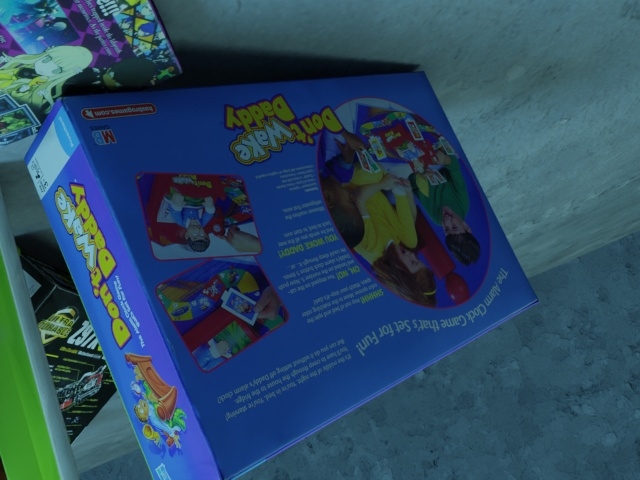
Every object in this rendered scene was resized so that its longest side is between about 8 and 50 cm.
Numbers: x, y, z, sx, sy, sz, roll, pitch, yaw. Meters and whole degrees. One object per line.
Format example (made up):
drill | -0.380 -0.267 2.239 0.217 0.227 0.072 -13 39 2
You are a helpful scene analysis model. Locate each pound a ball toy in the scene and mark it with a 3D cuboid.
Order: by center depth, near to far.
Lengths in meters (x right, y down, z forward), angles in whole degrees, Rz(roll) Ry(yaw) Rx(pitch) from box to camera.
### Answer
pound a ball toy | -0.221 0.115 0.498 0.208 0.319 0.136 -15 163 -26

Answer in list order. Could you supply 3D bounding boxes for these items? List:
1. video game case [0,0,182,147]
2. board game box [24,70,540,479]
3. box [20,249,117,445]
video game case | -0.192 -0.111 0.309 0.210 0.041 0.232 -22 164 -3
board game box | 0.000 0.000 0.503 0.347 0.233 0.078 -16 168 -43
box | -0.326 0.157 0.741 0.257 0.079 0.322 -52 166 -8
